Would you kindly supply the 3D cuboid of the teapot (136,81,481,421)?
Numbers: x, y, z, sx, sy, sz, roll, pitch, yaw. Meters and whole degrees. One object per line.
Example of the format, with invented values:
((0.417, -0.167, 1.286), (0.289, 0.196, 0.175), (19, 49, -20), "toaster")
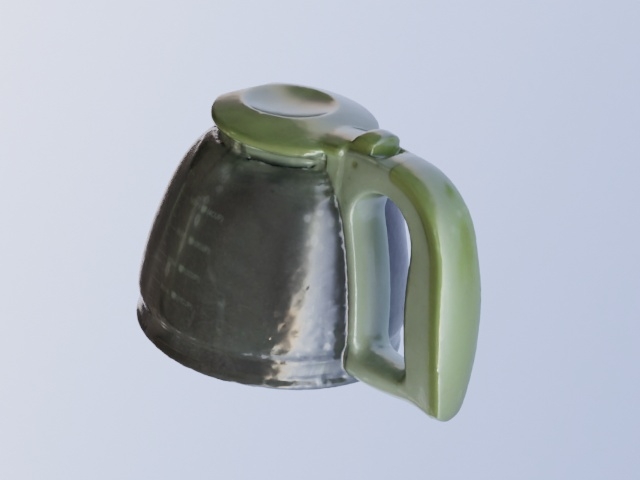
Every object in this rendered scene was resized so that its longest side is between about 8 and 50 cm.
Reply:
((0.002, -0.004, 0.578), (0.092, 0.124, 0.091), (-48, 149, -60), "teapot")
